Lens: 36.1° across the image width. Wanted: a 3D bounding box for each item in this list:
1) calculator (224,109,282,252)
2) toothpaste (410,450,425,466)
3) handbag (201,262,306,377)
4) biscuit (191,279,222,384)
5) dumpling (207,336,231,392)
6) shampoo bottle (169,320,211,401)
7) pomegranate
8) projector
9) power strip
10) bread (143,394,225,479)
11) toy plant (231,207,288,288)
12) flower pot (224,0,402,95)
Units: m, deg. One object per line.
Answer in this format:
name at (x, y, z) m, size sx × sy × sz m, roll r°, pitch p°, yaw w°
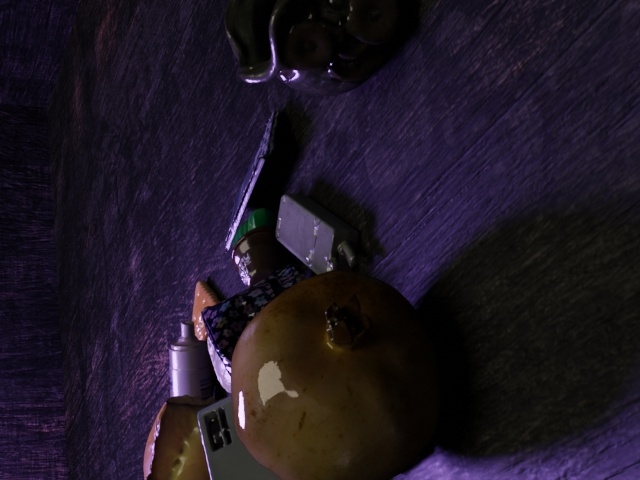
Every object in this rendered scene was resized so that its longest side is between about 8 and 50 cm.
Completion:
calculator at (-0.134, -0.115, 1.927) m, size 0.166 × 0.028 × 0.274 m, roll -80°, pitch 13°, yaw -49°
toothpaste at (0.124, 0.316, 1.417) m, size 0.083 × 0.017 × 0.020 m, roll 128°, pitch 140°, yaw -50°
handbag at (-0.088, 0.138, 1.676) m, size 0.127 × 0.208 × 0.229 m, roll 64°, pitch 175°, yaw -27°
biscuit at (-0.269, 0.229, 2.237) m, size 0.160 × 0.030 × 0.250 m, roll -138°, pitch 55°, yaw -58°
dumpling at (-0.145, 0.206, 1.835) m, size 0.166 × 0.126 × 0.216 m, roll 55°, pitch 156°, yaw -2°
shampoo bottle at (-0.284, 0.328, 2.151) m, size 0.092 × 0.092 × 0.303 m, roll -169°, pitch 75°, yaw -64°
pomegranate at (0.021, 0.185, 1.336) m, size 0.319 × 0.319 × 0.319 m, roll -177°, pitch 90°, yaw -65°
projector at (-0.077, 0.358, 1.620) m, size 0.108 × 0.198 × 0.250 m, roll 53°, pitch -167°, yaw -52°
power strip at (0.000, 0.000, 1.668) m, size 0.288 × 0.053 × 0.093 m, roll 38°, pitch 120°, yaw 59°
bread at (-0.271, 0.448, 2.024) m, size 0.162 × 0.204 × 0.262 m, roll -9°, pitch 76°, yaw 61°
toy plant at (-0.117, 0.009, 1.855) m, size 0.200 × 0.105 × 0.143 m, roll -106°, pitch 22°, yaw -45°
flower pot at (-0.008, -0.371, 1.537) m, size 0.302 × 0.213 × 0.302 m, roll -177°, pitch 90°, yaw -65°
